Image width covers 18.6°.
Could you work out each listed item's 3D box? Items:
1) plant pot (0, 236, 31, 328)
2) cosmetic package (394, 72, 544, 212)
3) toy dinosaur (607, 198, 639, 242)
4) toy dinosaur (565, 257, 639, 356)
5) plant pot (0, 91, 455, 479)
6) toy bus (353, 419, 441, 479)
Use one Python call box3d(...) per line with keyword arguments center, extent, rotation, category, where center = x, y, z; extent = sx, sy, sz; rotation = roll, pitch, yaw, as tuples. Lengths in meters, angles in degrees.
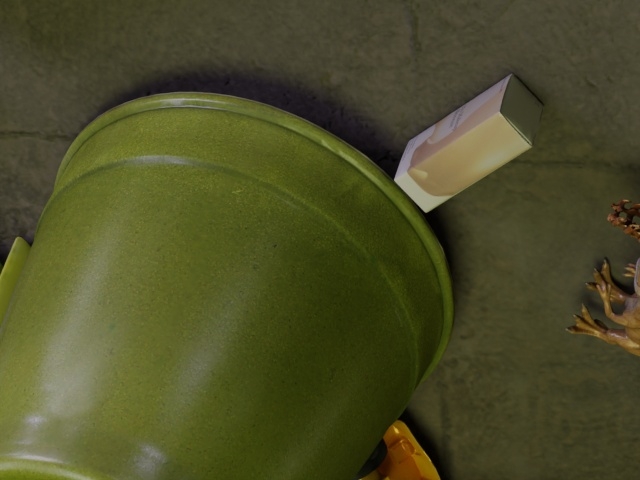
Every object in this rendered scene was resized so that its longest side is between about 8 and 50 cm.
box3d(center=(-0.373, 0.105, 1.736), extent=(0.207, 0.228, 0.227), rotation=(17, 131, -5), category="plant pot")
box3d(center=(0.116, -0.076, 1.529), extent=(0.115, 0.060, 0.041), rotation=(-34, 111, 34), category="cosmetic package")
box3d(center=(0.388, 0.026, 1.471), extent=(0.322, 0.164, 0.218), rotation=(-4, 146, -5), category="toy dinosaur")
box3d(center=(0.265, 0.077, 1.587), extent=(0.112, 0.064, 0.211), rotation=(31, 168, 34), category="toy dinosaur")
box3d(center=(-0.118, 0.132, 1.552), extent=(0.366, 0.353, 0.366), rotation=(14, 135, 14), category="plant pot")
box3d(center=(-0.022, 0.261, 1.785), extent=(0.211, 0.220, 0.149), rotation=(5, 128, 57), category="toy bus")
